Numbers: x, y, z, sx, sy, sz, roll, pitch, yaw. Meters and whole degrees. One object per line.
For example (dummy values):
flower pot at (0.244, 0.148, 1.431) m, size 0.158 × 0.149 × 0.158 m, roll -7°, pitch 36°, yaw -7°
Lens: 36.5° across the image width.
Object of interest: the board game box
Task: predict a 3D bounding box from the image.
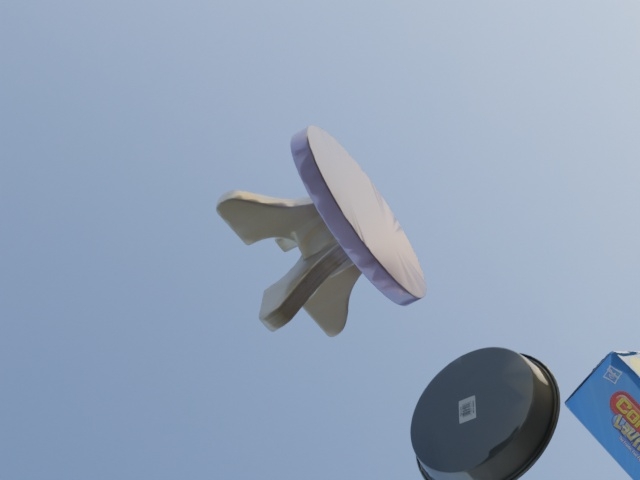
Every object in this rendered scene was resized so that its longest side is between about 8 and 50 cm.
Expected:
board game box at (0.467, 0.259, 1.085) m, size 0.302 × 0.086 × 0.308 m, roll 7°, pitch -145°, yaw -49°

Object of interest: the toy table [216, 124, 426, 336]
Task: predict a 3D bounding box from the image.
toy table at (0.000, 0.000, 1.264) m, size 0.274 × 0.161 × 0.252 m, roll 55°, pitch -159°, yaw -13°

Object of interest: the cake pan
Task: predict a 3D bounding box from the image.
cake pan at (0.273, 0.304, 1.685) m, size 0.054 × 0.293 × 0.293 m, roll 45°, pitch -119°, yaw -29°
